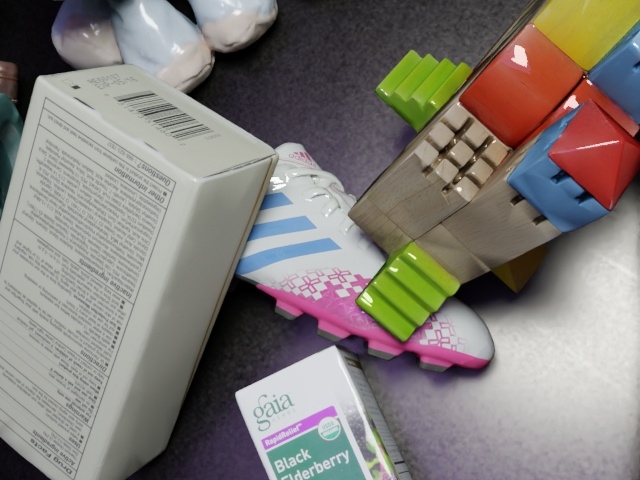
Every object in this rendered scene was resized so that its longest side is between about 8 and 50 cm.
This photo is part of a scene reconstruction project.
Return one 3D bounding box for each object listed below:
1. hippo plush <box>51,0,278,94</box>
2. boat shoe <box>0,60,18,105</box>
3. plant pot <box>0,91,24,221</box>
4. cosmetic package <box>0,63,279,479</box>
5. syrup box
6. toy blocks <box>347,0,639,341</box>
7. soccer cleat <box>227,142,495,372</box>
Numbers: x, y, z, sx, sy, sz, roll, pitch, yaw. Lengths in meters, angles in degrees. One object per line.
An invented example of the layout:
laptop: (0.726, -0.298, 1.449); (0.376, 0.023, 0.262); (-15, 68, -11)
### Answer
hippo plush: (-0.160, -0.290, 0.848); (0.234, 0.236, 0.294); (0, 79, 13)
boat shoe: (-0.393, -0.163, 0.959); (0.207, 0.073, 0.073); (13, 99, 6)
plant pot: (-0.388, -0.025, 0.849); (0.255, 0.272, 0.272); (-6, 77, -4)
cosmetic package: (-0.169, 0.035, 0.777); (0.160, 0.113, 0.309); (34, 119, 18)
syrup box: (0.027, 0.210, 0.779); (0.093, 0.096, 0.237); (-27, 75, 7)
toy blocks: (0.177, -0.120, 0.675); (0.190, 0.261, 0.381); (42, 68, -3)
soccer cleat: (0.000, 0.000, 0.814); (0.331, 0.116, 0.143); (21, 89, 17)
